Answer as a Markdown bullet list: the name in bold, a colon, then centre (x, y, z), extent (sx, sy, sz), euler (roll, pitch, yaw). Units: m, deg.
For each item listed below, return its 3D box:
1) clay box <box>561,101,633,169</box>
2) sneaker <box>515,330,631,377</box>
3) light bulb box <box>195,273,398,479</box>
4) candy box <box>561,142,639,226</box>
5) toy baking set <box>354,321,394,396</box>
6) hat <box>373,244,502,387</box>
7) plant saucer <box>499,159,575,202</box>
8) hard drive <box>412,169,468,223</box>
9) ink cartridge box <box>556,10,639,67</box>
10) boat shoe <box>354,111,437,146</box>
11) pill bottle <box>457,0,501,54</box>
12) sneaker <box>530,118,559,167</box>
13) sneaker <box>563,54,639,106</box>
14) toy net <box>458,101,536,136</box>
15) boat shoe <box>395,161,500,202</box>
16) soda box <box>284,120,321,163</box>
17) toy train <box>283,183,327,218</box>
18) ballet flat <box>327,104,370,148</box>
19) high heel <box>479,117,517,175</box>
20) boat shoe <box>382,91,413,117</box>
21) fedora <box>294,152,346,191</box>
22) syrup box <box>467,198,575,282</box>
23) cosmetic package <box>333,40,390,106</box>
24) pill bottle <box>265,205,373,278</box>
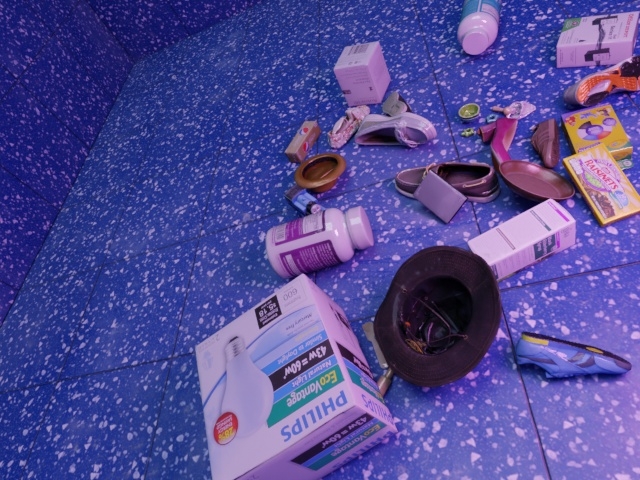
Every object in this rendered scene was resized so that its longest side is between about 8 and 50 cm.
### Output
- **clay box**: centre (0.759, -0.278, 1.227), extent (0.127, 0.053, 0.222), euler (-12, 49, 21)
- **sneaker**: centre (0.521, 0.254, 0.931), extent (0.209, 0.069, 0.082), euler (10, 92, 25)
- **light bulb box**: centre (-0.074, 0.345, 1.047), extent (0.357, 0.225, 0.361), euler (-35, 44, 9)
- **candy box**: centre (0.712, -0.143, 1.126), extent (0.105, 0.027, 0.206), euler (-22, 62, 12)
- **toy baking set**: centre (0.092, 0.327, 1.124), extent (0.196, 0.030, 0.256), euler (27, 70, 41)
- **hat**: centre (0.294, 0.186, 1.055), extent (0.331, 0.133, 0.332), euler (-24, 52, 34)
- **plant saucer**: centre (0.570, -0.153, 1.191), extent (0.198, 0.036, 0.199), euler (8, 38, -6)
- **hard drive**: centre (0.344, -0.127, 1.289), extent (0.135, 0.022, 0.094), euler (44, 123, 21)
- **ink cartridge box**: centre (0.885, -0.640, 1.427), extent (0.208, 0.087, 0.153), euler (10, 61, 34)
- **boat shoe**: centre (0.255, -0.371, 1.548), extent (0.320, 0.118, 0.103), euler (20, 72, 43)
- **pill bottle**: centre (0.602, -0.826, 1.695), extent (0.146, 0.146, 0.264), euler (1, 55, 30)
- **sneaker**: centre (0.647, -0.273, 1.291), extent (0.071, 0.066, 0.189), euler (-13, 42, 42)
- **sneaker**: centre (0.843, -0.470, 1.312), extent (0.262, 0.100, 0.121), euler (-18, 16, -2)
- **toy net**: centre (0.570, -0.406, 1.442), extent (0.231, 0.045, 0.122), euler (-7, 51, 24)
- **boat shoe**: centre (0.367, -0.187, 1.341), extent (0.324, 0.097, 0.117), euler (12, 61, 35)
- **soda box**: centre (-0.069, -0.394, 1.781), extent (0.061, 0.058, 0.181), euler (11, 60, 35)
- **toy train**: centre (-0.046, -0.115, 1.508), extent (0.080, 0.105, 0.184), euler (-43, 46, -8)
- **ballet flat**: centre (0.110, -0.454, 1.717), extent (0.091, 0.077, 0.241), euler (20, 65, 39)
- **high heel**: centre (0.563, -0.281, 1.330), extent (0.117, 0.082, 0.244), euler (-15, 42, 13)
- **boat shoe**: centre (0.288, -0.484, 1.652), extent (0.084, 0.079, 0.233), euler (-47, 27, 23)
- **fedora**: centre (0.005, -0.231, 1.586), extent (0.194, 0.079, 0.195), euler (-11, 46, 11)
- **syrup box**: centre (0.500, 0.006, 1.112), extent (0.236, 0.093, 0.096), euler (-28, 45, 7)
- **cosmetic package**: centre (0.169, -0.659, 1.774), extent (0.151, 0.184, 0.152), euler (4, 56, 31)
- **pill bottle**: centre (0.000, 0.000, 1.346), extent (0.301, 0.169, 0.170), euler (-17, 48, 16)
